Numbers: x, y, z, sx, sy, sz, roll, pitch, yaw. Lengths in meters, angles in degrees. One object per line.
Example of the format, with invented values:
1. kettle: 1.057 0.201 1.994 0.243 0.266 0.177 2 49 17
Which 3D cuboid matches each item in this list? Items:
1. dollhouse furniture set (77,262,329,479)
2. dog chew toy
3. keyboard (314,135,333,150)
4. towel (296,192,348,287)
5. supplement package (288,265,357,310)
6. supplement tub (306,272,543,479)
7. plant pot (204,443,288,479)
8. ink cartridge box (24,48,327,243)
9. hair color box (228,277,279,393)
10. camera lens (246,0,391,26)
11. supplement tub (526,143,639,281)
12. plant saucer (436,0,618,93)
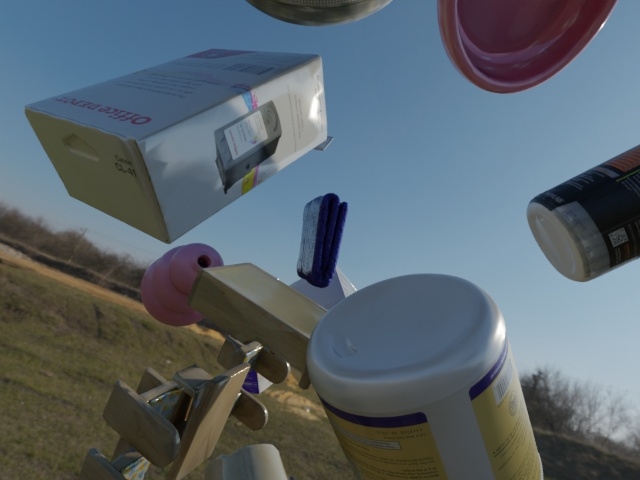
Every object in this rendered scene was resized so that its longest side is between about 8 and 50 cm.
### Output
1. dollhouse furniture set: -0.144 0.277 0.746 0.256 0.395 0.362 28 12 20
2. dog chew toy: -0.347 0.104 1.074 0.206 0.207 0.331 28 -33 -18
3. keyboard: -0.104 -0.216 0.840 0.255 0.072 0.014 12 -61 13
4. towel: 0.000 0.000 1.082 0.076 0.228 0.308 6 -1 -10
5. supplement package: 0.032 0.252 1.341 0.198 0.199 0.263 51 14 -39
6. supplement tub: 0.143 0.237 0.538 0.240 0.241 0.332 2 -61 51
7. plant pot: -0.191 0.759 1.133 0.333 0.333 0.306 40 21 -47
8. ink cartridge box: -0.166 -0.153 0.548 0.225 0.306 0.131 20 -45 30
9. hair color box: -0.208 0.307 1.375 0.109 0.340 0.185 -6 5 30
10. camera lens: -0.001 -0.346 0.331 0.219 0.220 0.274 21 -17 6
11. supplement tub: 0.593 -0.067 0.794 0.315 0.194 0.193 -27 -31 9
12. plant saucer: 0.302 -0.390 0.596 0.332 0.332 0.084 36 13 -39
